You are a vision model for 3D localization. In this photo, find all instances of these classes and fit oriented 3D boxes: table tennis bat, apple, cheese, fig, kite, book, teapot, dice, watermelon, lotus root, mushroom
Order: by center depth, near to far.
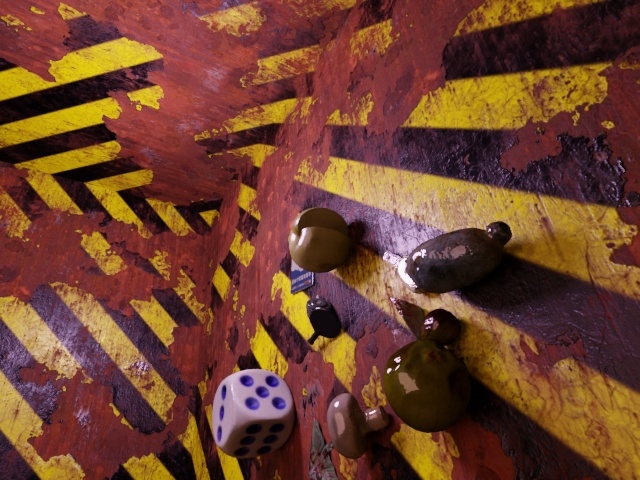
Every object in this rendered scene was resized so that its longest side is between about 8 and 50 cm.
[{"bbox_3d":[0.288,0.418,1.117,0.239,0.240,0.270,-135,43,-57],"label":"fig"},{"bbox_3d":[0.388,0.056,1.162,0.350,0.175,0.174,-33,50,48],"label":"lotus root"},{"bbox_3d":[0.345,0.277,1.205,0.154,0.103,0.109,-58,-8,13],"label":"fig"},{"bbox_3d":[0.294,0.251,1.332,0.081,0.094,0.180,-55,50,26],"label":"watermelon"},{"bbox_3d":[0.117,0.621,1.385,0.209,0.206,0.206,-34,28,-12],"label":"mushroom"},{"bbox_3d":[0.299,0.088,1.426,0.255,0.050,0.127,38,110,58],"label":"cheese"},{"bbox_3d":[0.011,0.865,1.601,0.267,0.013,0.322,-63,34,23],"label":"kite"},{"bbox_3d":[0.003,0.380,1.746,0.150,0.027,0.236,39,128,10],"label":"table tennis bat"},{"bbox_3d":[0.000,0.000,1.777,0.292,0.255,0.291,-40,42,48],"label":"apple"},{"bbox_3d":[-0.022,0.318,1.820,0.149,0.111,0.108,34,120,54],"label":"teapot"},{"bbox_3d":[-0.319,0.807,1.896,0.276,0.305,0.304,-64,31,19],"label":"dice"},{"bbox_3d":[-0.092,0.106,2.126,0.228,0.018,0.321,-32,50,51],"label":"book"}]
